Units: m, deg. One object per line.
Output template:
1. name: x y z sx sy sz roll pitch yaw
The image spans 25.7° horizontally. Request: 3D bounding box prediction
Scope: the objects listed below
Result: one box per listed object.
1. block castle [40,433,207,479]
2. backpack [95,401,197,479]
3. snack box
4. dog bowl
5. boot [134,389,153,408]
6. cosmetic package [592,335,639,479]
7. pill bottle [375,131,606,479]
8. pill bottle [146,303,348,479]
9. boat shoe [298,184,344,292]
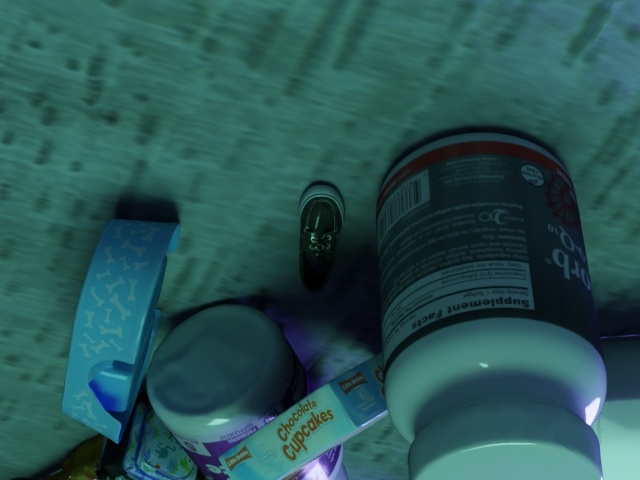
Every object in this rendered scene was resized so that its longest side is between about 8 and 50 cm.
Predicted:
1. block castle: -0.205 0.455 1.883 0.303 0.212 0.453 -32 131 31
2. backpack: -0.197 0.260 1.692 0.084 0.105 0.114 -19 136 35
3. snack box: 0.056 0.163 1.512 0.187 0.060 0.322 -39 170 38
4. dog bowl: -0.220 0.093 1.517 0.074 0.166 0.297 17 137 -2
5. boot: -0.161 0.213 1.738 0.114 0.037 0.106 36 140 -30
6. cosmetic package: 0.353 0.206 1.590 0.366 0.197 0.155 -3 106 5
7. pill bottle: 0.163 0.088 1.353 0.210 0.363 0.210 0 139 0
8. pill bottle: -0.072 0.224 1.655 0.169 0.169 0.301 -14 137 15
9. boat shoe: 0.000 0.000 1.495 0.049 0.040 0.142 2 139 -3
